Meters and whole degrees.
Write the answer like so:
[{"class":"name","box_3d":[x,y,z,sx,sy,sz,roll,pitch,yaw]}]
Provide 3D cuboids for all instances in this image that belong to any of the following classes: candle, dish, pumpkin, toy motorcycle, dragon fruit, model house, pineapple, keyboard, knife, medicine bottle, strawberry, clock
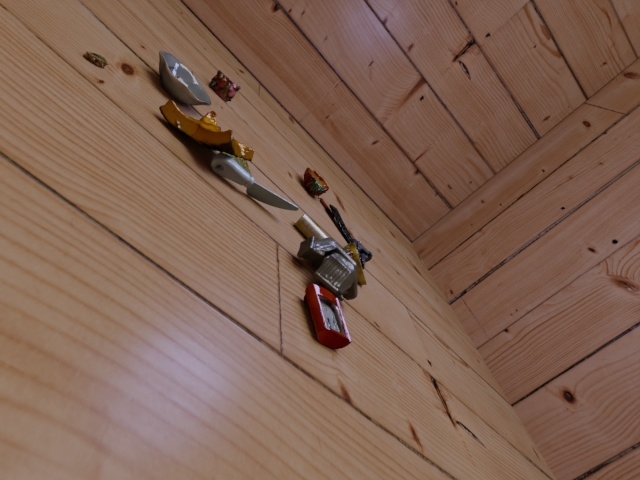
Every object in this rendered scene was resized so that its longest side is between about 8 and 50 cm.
[{"class":"candle","box_3d":[0.023,-0.179,2.170,0.167,0.021,0.026,57,16,27]},{"class":"dish","box_3d":[-0.483,-0.533,1.480,0.229,0.081,0.229,49,13,-16]},{"class":"pumpkin","box_3d":[-0.324,-0.329,1.327,0.258,0.095,0.290,31,12,8]},{"class":"toy motorcycle","box_3d":[0.169,0.070,1.871,0.122,0.080,0.215,44,20,-11]},{"class":"dragon fruit","box_3d":[-0.461,-0.732,2.014,0.147,0.102,0.096,43,5,17]},{"class":"model house","box_3d":[0.022,0.087,1.310,0.229,0.122,0.188,48,19,13]},{"class":"pineapple","box_3d":[-0.589,-0.479,1.144,0.045,0.019,0.083,44,12,-9]},{"class":"keyboard","box_3d":[0.108,-0.069,2.106,0.087,0.017,0.251,24,36,-59]},{"class":"knife","box_3d":[-0.206,-0.163,1.356,0.331,0.080,0.044,34,42,-38]},{"class":"medicine bottle","box_3d":[0.000,0.000,1.561,0.218,0.074,0.074,46,15,-5]},{"class":"strawberry","box_3d":[-0.036,-0.285,2.143,0.192,0.085,0.140,48,21,18]},{"class":"clock","box_3d":[0.012,0.199,1.113,0.113,0.061,0.155,37,22,-39]}]

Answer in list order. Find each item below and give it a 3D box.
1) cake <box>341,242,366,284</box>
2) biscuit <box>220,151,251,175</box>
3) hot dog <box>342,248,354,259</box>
[{"class":"cake","box_3d":[0.111,0.105,1.683,0.080,0.116,0.185,-99,177,-56]},{"class":"biscuit","box_3d":[-0.297,-0.282,1.505,0.139,0.016,0.232,36,20,-40]},{"class":"hot dog","box_3d":[0.060,0.067,1.495,0.144,0.038,0.062,-18,78,-35]}]
